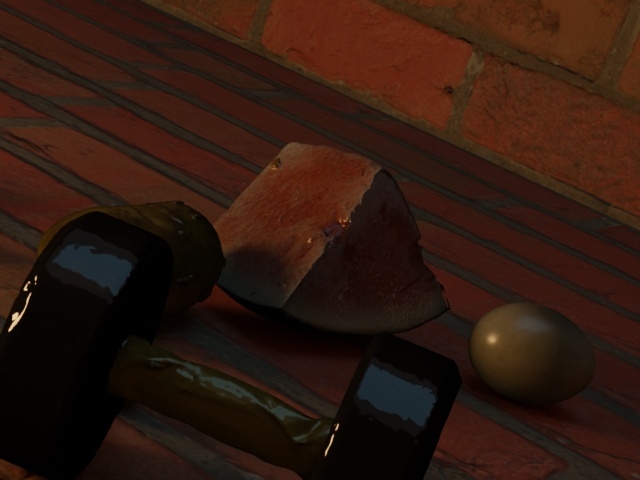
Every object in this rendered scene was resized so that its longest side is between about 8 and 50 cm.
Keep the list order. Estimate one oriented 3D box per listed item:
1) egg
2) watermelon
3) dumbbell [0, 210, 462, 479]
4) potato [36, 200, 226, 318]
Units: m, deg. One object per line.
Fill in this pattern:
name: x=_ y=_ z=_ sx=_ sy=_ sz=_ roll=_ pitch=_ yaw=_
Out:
egg: x=0.242 y=0.130 z=1.730 sx=0.152 sy=0.114 sz=0.114 roll=20 pitch=14 yaw=-12
watermelon: x=0.000 y=0.000 z=1.719 sx=0.213 sy=0.201 sz=0.262 roll=21 pitch=15 yaw=41
dumbbell: x=-0.073 y=0.126 z=1.151 sx=0.322 sy=0.204 sz=0.204 roll=22 pitch=15 yaw=6
potato: x=-0.196 y=0.024 z=1.555 sx=0.149 sy=0.113 sz=0.251 roll=34 pitch=27 yaw=20
